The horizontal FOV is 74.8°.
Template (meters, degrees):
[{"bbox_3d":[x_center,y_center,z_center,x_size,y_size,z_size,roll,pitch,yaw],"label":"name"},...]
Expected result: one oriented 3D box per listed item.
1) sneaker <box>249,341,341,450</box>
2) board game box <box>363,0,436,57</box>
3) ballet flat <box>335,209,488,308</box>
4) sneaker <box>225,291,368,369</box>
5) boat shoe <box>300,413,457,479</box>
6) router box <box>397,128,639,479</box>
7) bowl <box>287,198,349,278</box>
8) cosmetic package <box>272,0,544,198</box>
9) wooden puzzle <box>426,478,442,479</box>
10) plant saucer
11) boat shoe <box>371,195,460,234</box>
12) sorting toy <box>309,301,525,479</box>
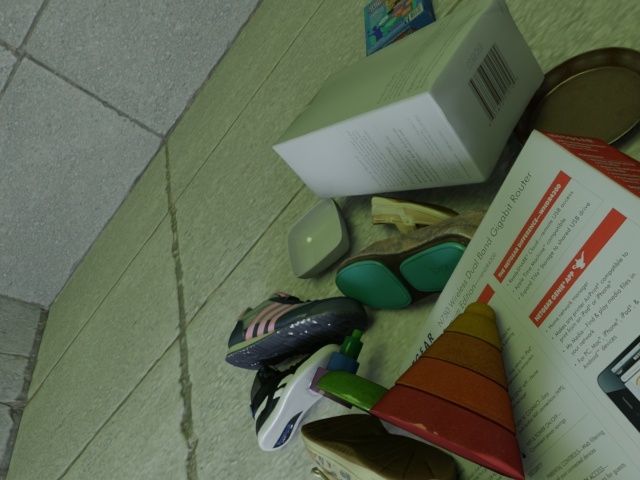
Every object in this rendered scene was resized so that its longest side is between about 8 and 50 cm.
[{"bbox_3d":[-0.056,0.233,0.713,0.217,0.079,0.121,-54,37,9],"label":"sneaker"},{"bbox_3d":[0.177,-0.523,0.973,0.160,0.047,0.210,-27,48,38],"label":"board game box"},{"bbox_3d":[0.138,0.031,0.599,0.106,0.108,0.316,-43,12,-29],"label":"ballet flat"},{"bbox_3d":[-0.054,0.135,0.754,0.318,0.112,0.131,-25,43,33],"label":"sneaker"},{"bbox_3d":[0.052,0.277,0.503,0.285,0.104,0.090,156,106,-67],"label":"boat shoe"},{"bbox_3d":[0.210,0.130,0.338,0.301,0.082,0.336,-113,31,-47],"label":"router box"},{"bbox_3d":[0.000,0.000,0.827,0.142,0.053,0.142,-39,42,26],"label":"bowl"},{"bbox_3d":[0.112,-0.202,0.687,0.217,0.156,0.385,-54,27,-19],"label":"cosmetic package"},{"bbox_3d":[0.157,0.329,0.295,0.238,0.044,0.221,24,118,53],"label":"wooden puzzle"},{"bbox_3d":[0.346,-0.176,0.556,0.168,0.029,0.169,-28,48,36],"label":"plant saucer"},{"bbox_3d":[0.148,-0.034,0.678,0.170,0.062,0.059,20,106,53],"label":"boat shoe"},{"bbox_3d":[0.083,0.136,0.463,0.126,0.127,0.365,-64,10,-19],"label":"sorting toy"}]
